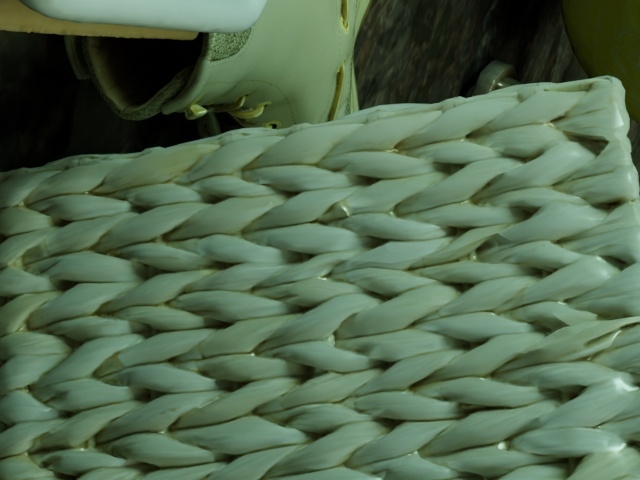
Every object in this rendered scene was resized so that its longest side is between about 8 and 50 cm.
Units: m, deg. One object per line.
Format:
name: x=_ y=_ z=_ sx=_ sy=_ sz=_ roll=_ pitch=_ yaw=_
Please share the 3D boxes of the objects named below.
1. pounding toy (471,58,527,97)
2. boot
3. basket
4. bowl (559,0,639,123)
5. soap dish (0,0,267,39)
pounding toy: x=0.177 y=-0.040 z=1.423 sx=0.269 sy=0.155 sz=0.154 roll=-59 pitch=164 yaw=-21
boot: x=-0.050 y=-0.072 z=0.881 sx=0.203 sy=0.095 sz=0.262 roll=-30 pitch=138 yaw=-60
basket: x=0.013 y=0.120 z=0.836 sx=0.328 sy=0.331 sz=0.266 roll=60 pitch=21 yaw=-67
bowl: x=0.267 y=-0.244 z=1.428 sx=0.289 sy=0.156 sz=0.289 roll=-52 pitch=155 yaw=-36
soap dish: x=-0.068 y=-0.188 z=0.609 sx=0.291 sy=0.118 sz=0.229 roll=-25 pitch=136 yaw=-77
